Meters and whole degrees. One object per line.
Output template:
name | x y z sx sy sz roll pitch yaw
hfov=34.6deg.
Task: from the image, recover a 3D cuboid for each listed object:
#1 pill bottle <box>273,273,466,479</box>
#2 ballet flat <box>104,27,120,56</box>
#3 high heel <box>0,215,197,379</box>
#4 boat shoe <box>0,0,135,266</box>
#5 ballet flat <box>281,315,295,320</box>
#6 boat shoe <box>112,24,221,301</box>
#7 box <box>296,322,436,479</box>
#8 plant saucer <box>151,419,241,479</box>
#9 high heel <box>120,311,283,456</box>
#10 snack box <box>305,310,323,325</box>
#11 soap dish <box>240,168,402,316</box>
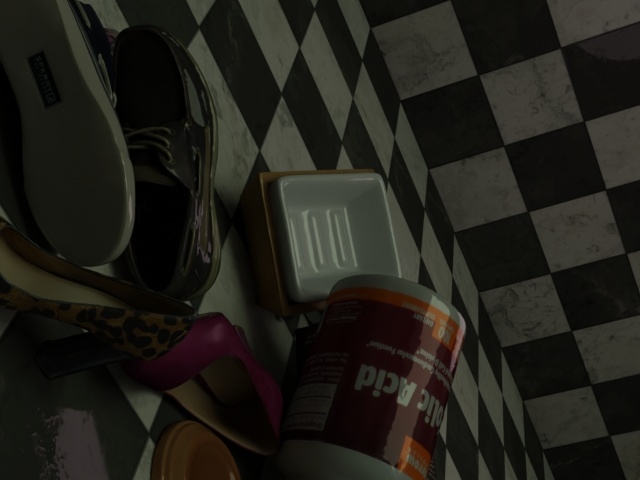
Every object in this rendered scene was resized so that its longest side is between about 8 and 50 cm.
pill bottle | 0.063 0.267 1.506 0.224 0.224 0.392 53 48 -47
ballet flat | -0.248 -0.182 1.385 0.221 0.077 0.079 56 43 -33
high heel | -0.247 0.023 1.006 0.093 0.186 0.261 -83 151 -51
boat shoe | -0.270 -0.138 1.178 0.158 0.127 0.341 -4 79 -78
ballet flat | -0.059 0.088 1.758 0.041 0.041 0.114 49 31 -52
boat shoe | -0.195 -0.094 1.276 0.130 0.132 0.355 -38 118 -80
box | 0.078 0.315 1.707 0.143 0.191 0.381 52 29 -49
plant saucer | -0.145 0.322 1.290 0.200 0.037 0.200 -16 90 -72
high heel | -0.128 0.194 1.289 0.181 0.127 0.377 66 13 11
snack box | 0.001 0.059 1.909 0.187 0.060 0.322 -72 141 -59
soap dish | 0.000 0.000 1.715 0.291 0.118 0.229 -6 84 -48
